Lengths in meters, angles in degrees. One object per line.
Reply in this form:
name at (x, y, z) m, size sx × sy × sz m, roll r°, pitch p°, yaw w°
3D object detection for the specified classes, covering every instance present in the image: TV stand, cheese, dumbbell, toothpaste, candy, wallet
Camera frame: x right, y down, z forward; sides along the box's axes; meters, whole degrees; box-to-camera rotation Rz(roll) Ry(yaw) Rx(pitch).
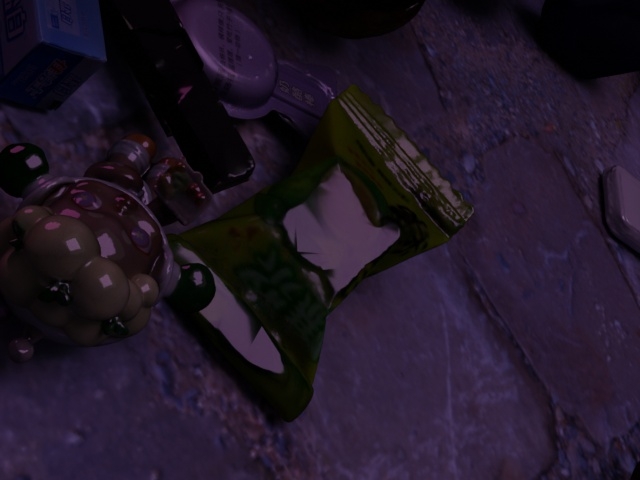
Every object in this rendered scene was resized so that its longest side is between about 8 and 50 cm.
TV stand at (-0.115, -0.138, 0.782) m, size 0.036 × 0.042 × 0.249 m, roll -21°, pitch 71°, yaw -23°
cheese at (-0.056, -0.128, 0.872) m, size 0.191 × 0.042 × 0.105 m, roll 23°, pitch 50°, yaw -35°
dumbbell at (0.336, -0.345, 1.378) m, size 0.160 × 0.144 × 0.325 m, roll 32°, pitch 45°, yaw -27°
toothpaste at (-0.195, -0.218, 0.763) m, size 0.053 × 0.066 × 0.272 m, roll 13°, pitch 55°, yaw -42°
candy at (0.000, 0.000, 0.816) m, size 0.149 × 0.069 × 0.246 m, roll 48°, pitch 59°, yaw -2°
wallet at (0.380, -0.005, 1.273) m, size 0.190 × 0.033 × 0.095 m, roll 34°, pitch 45°, yaw -27°

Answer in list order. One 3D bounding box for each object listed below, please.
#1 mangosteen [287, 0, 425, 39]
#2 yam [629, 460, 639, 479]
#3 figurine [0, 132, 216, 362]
mangosteen at (0.082, -0.370, 0.927) m, size 0.382 × 0.435 × 0.382 m, roll 13°, pitch 59°, yaw -23°
yam at (0.311, 0.278, 0.920) m, size 0.129 × 0.128 × 0.238 m, roll 15°, pitch 39°, yaw 2°
figurine at (-0.123, -0.009, 0.672) m, size 0.147 × 0.093 × 0.197 m, roll 36°, pitch 39°, yaw -10°
